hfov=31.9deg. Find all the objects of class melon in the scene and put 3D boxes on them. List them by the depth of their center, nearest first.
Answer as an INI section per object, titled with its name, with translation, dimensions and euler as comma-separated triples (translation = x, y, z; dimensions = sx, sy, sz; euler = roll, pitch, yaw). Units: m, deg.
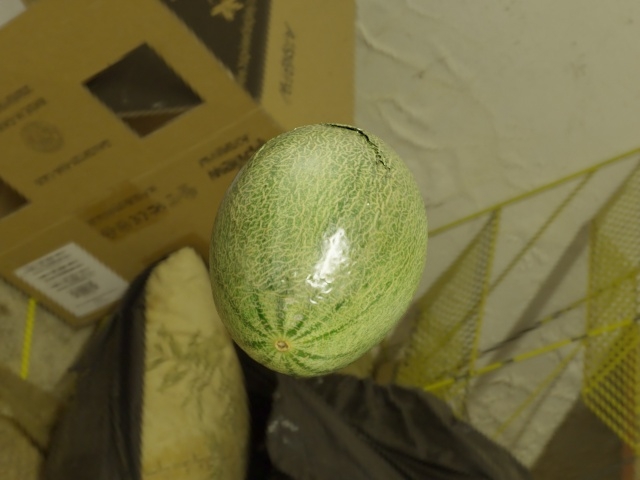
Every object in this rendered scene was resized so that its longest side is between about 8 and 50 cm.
[melon]
translation = 0.000, 0.000, 0.718
dimensions = 0.139, 0.139, 0.192
euler = 53, 36, -27
